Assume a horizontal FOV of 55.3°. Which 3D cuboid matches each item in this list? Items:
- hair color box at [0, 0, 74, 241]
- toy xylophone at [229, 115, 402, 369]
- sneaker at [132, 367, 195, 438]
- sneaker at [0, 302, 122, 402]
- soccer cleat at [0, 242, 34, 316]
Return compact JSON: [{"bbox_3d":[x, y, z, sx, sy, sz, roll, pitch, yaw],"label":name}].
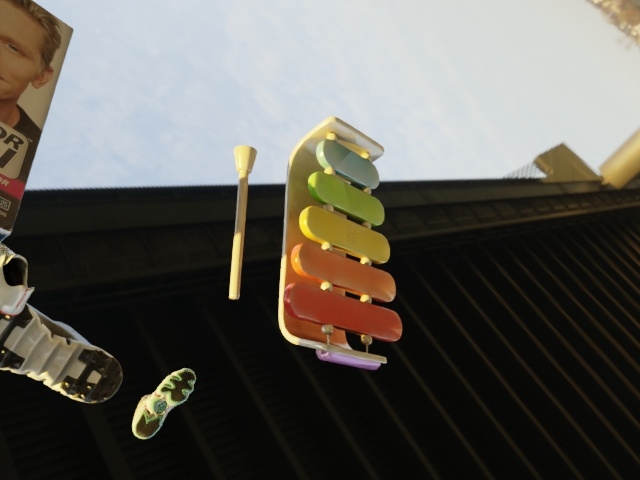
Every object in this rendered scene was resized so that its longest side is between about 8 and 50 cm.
[{"bbox_3d":[-0.410,-0.159,0.683,0.174,0.105,0.347,33,-140,-40],"label":"hair color box"},{"bbox_3d":[0.000,0.000,0.760,0.236,0.081,0.322,12,-112,-46],"label":"toy xylophone"},{"bbox_3d":[-0.200,0.196,0.763,0.098,0.069,0.038,-46,-75,-19],"label":"sneaker"},{"bbox_3d":[-0.354,0.119,0.732,0.234,0.106,0.078,42,-111,-33],"label":"sneaker"},{"bbox_3d":[-0.226,0.016,0.433,0.029,0.035,0.083,22,-151,-57],"label":"soccer cleat"}]
